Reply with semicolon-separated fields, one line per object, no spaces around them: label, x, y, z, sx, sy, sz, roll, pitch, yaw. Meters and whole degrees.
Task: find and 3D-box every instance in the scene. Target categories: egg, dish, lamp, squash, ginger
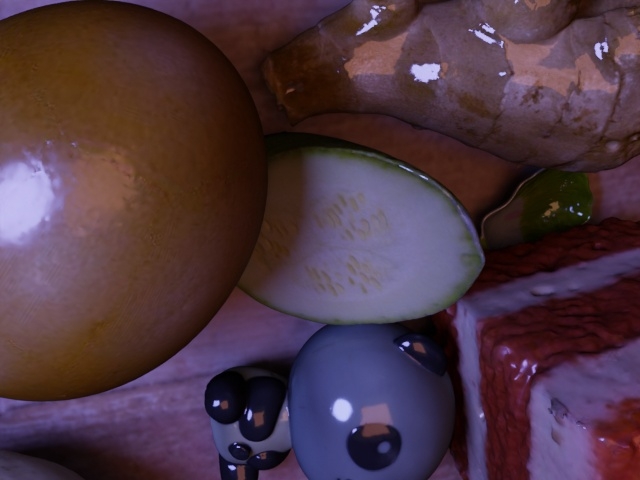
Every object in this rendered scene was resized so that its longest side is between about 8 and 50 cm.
egg;-0.194;-0.027;0.608;0.282;0.282;0.351;34;125;-19
dish;0.227;-0.034;0.850;0.137;0.039;0.091;-30;115;-2
lamp;0.013;0.173;0.781;0.244;0.198;0.198;-6;106;-1
squash;0.000;0.000;0.687;0.189;0.260;0.189;-5;106;-17
ginger;0.147;-0.161;0.703;0.375;0.236;0.166;2;67;-17

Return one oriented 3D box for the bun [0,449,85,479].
bun;-0.320;0.365;0.735;0.364;0.202;0.364;-3;101;-16

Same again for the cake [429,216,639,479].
cake;0.286;0.166;0.754;0.270;0.319;0.269;-15;117;-10
